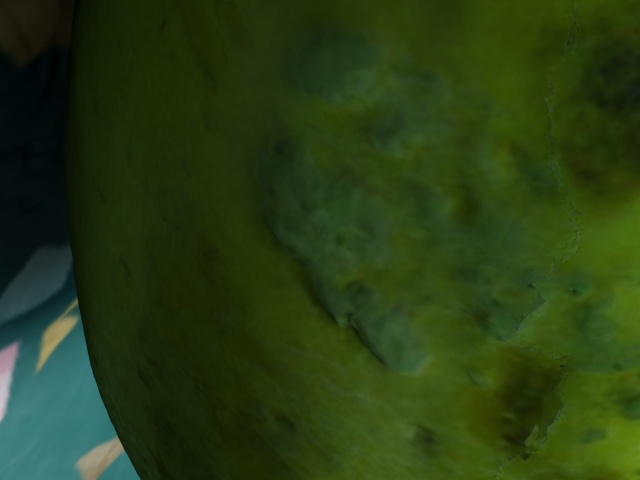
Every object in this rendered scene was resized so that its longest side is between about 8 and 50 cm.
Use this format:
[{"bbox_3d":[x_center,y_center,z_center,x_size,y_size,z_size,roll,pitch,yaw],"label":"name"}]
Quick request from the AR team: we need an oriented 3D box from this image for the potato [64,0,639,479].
[{"bbox_3d":[0.043,-0.030,0.434,0.216,0.216,0.304,-44,151,-29],"label":"potato"}]
